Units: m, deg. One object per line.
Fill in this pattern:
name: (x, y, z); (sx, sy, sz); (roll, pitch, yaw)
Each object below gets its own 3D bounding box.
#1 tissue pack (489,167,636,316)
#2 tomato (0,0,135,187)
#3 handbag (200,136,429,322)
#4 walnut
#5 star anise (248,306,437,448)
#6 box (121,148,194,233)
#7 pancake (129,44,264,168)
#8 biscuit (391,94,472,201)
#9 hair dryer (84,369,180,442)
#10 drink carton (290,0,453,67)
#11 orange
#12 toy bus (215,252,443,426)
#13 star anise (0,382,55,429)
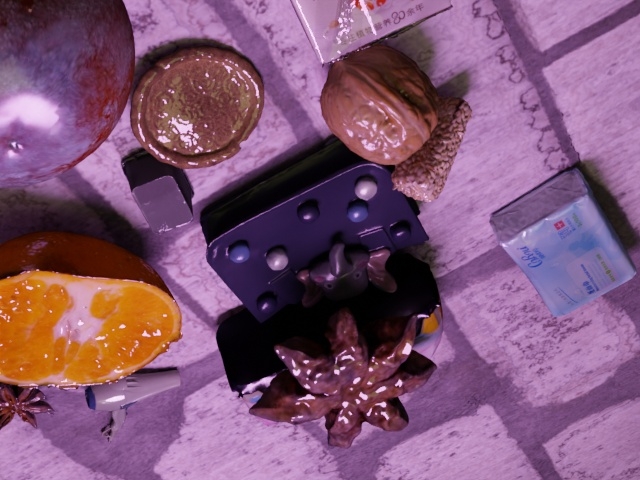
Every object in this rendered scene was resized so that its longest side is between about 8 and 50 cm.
tissue pack: (0.433, 0.013, 1.801); (0.177, 0.089, 0.263); (-31, 132, 13)
tomato: (-0.378, -0.218, 1.216); (0.316, 0.282, 0.317); (-14, 145, -10)
handbag: (0.000, 0.000, 1.636); (0.325, 0.118, 0.269); (-27, 134, 9)
walnut: (0.082, -0.198, 1.460); (0.155, 0.155, 0.184); (-41, 121, 19)
star anise: (0.034, 0.227, 1.620); (0.315, 0.108, 0.315); (-14, 129, -18)
box: (-0.238, -0.072, 1.520); (0.084, 0.069, 0.122); (-20, 134, 3)
pancake: (-0.172, -0.186, 1.450); (0.199, 0.021, 0.199); (-11, 122, -19)
biscuit: (0.170, -0.139, 1.533); (0.070, 0.082, 0.168); (43, 65, -50)
hair dryer: (-0.324, 0.295, 1.837); (0.167, 0.067, 0.199); (-17, 144, -10)
drink carton: (0.019, -0.406, 1.267); (0.194, 0.132, 0.324); (-24, 131, 4)
orange: (-0.387, 0.109, 1.514); (0.310, 0.274, 0.274); (-28, 145, -43)
toy bus: (0.029, 0.170, 1.764); (0.386, 0.171, 0.162); (-22, 139, -1)
star anise: (-0.528, 0.277, 1.753); (0.141, 0.042, 0.141); (-11, 135, -11)
